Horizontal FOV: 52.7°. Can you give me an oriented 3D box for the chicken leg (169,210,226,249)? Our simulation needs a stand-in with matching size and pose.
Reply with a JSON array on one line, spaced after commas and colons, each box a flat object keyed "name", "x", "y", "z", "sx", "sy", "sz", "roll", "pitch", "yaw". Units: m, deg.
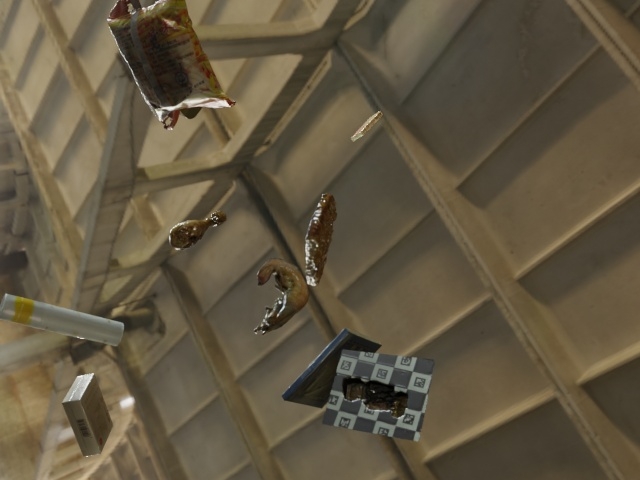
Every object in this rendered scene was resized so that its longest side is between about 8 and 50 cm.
[{"name": "chicken leg", "x": -0.419, "y": -0.044, "z": 2.223, "sx": 0.107, "sy": 0.251, "sz": 0.087, "roll": -12, "pitch": -76, "yaw": 39}]

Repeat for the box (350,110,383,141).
[{"name": "box", "x": 0.123, "y": -0.304, "z": 1.723, "sx": 0.015, "sy": 0.093, "sz": 0.058, "roll": 47, "pitch": -26, "yaw": -10}]

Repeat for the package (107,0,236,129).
[{"name": "package", "x": -0.318, "y": -0.376, "z": 1.350, "sx": 0.223, "sy": 0.108, "sz": 0.288, "roll": -8, "pitch": -58, "yaw": 33}]

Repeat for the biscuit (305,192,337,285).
[{"name": "biscuit", "x": 0.003, "y": -0.007, "z": 1.020, "sx": 0.025, "sy": 0.126, "sz": 0.206, "roll": 15, "pitch": -23, "yaw": 6}]

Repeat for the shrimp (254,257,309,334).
[{"name": "shrimp", "x": -0.105, "y": 0.128, "z": 1.506, "sx": 0.052, "sy": 0.251, "sz": 0.143, "roll": -34, "pitch": -81, "yaw": 29}]

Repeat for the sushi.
[{"name": "sushi", "x": 0.132, "y": 0.343, "z": 1.419, "sx": 0.215, "sy": 0.192, "sz": 0.050, "roll": 5, "pitch": -38, "yaw": 19}]

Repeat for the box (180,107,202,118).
[{"name": "box", "x": -0.389, "y": -0.438, "z": 1.731, "sx": 0.090, "sy": 0.144, "sz": 0.201, "roll": 20, "pitch": -19, "yaw": 33}]

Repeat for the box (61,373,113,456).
[{"name": "box", "x": -0.692, "y": 0.520, "z": 1.931, "sx": 0.141, "sy": 0.058, "sz": 0.201, "roll": -92, "pitch": 171, "yaw": -66}]

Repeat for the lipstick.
[{"name": "lipstick", "x": -0.574, "y": 0.180, "z": 1.444, "sx": 0.059, "sy": 0.264, "sz": 0.059, "roll": -36, "pitch": -136, "yaw": 44}]

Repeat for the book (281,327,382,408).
[{"name": "book", "x": 0.035, "y": 0.365, "z": 1.820, "sx": 0.269, "sy": 0.191, "sz": 0.025, "roll": -47, "pitch": -128, "yaw": 9}]
